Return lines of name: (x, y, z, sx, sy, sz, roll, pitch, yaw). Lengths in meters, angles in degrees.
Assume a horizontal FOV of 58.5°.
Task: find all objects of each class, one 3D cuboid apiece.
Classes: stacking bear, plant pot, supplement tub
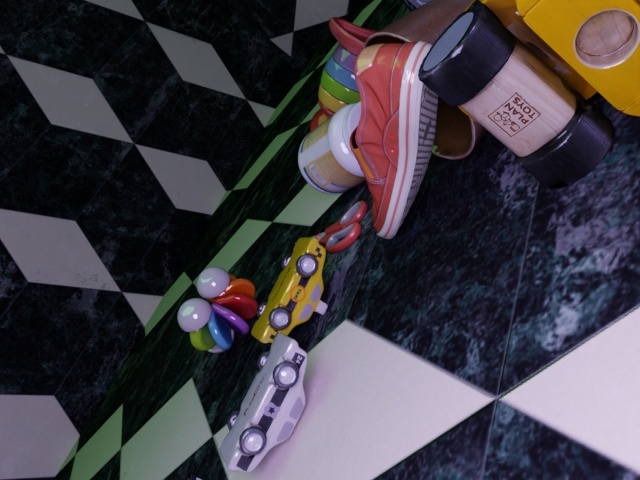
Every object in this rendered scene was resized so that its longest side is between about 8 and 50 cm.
stacking bear: (0.062, -0.351, 1.373, 0.289, 0.175, 0.164, -64, 30, 32)
plant pot: (0.216, -0.274, 0.826, 0.230, 0.215, 0.215, -43, 15, -11)
supplement tub: (0.057, -0.181, 1.121, 0.199, 0.144, 0.144, -21, 37, 61)

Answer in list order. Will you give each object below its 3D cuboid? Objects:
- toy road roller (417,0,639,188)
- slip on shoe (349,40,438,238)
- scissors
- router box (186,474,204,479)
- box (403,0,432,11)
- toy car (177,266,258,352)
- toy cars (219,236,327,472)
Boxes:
toy road roller: (0.266, -0.241, 0.578, 0.329, 0.202, 0.241, -41, 21, 42)
slip on shoe: (0.093, -0.126, 0.781, 0.331, 0.101, 0.123, 84, -150, -54)
scissors: (0.000, 0.000, 1.140, 0.297, 0.021, 0.109, -27, 34, 54)
router box: (-0.223, 0.438, 0.877, 0.122, 0.038, 0.092, -49, 18, 17)
box: (0.277, -0.473, 0.992, 0.247, 0.163, 0.142, -49, -19, 18)
toy car: (-0.202, 0.157, 1.226, 0.136, 0.159, 0.182, 10, 58, 30)
toy cars: (-0.047, 0.161, 0.867, 0.176, 0.087, 0.394, -47, 21, 38)
